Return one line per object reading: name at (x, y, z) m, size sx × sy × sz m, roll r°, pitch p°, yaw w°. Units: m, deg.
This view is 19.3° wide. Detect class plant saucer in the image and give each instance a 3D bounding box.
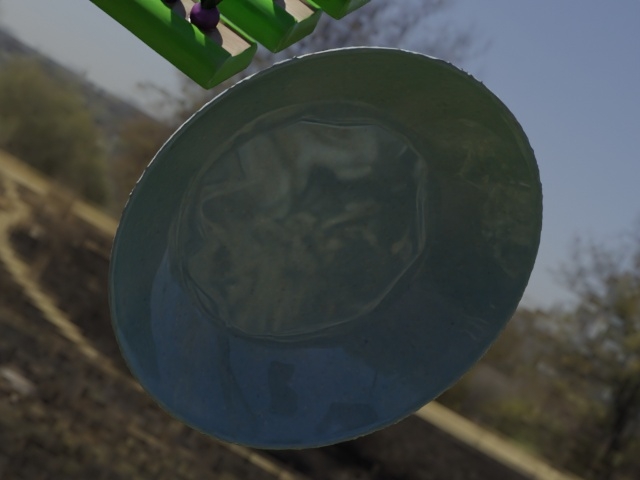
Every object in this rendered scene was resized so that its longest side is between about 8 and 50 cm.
plant saucer at (0.000, 0.000, 0.807) m, size 0.195 × 0.195 × 0.037 m, roll 31°, pitch 14°, yaw -32°

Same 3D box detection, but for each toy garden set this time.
toy garden set at (-0.066, -0.199, 1.082) m, size 0.204 × 0.049 × 0.244 m, roll 38°, pitch 37°, yaw 12°
